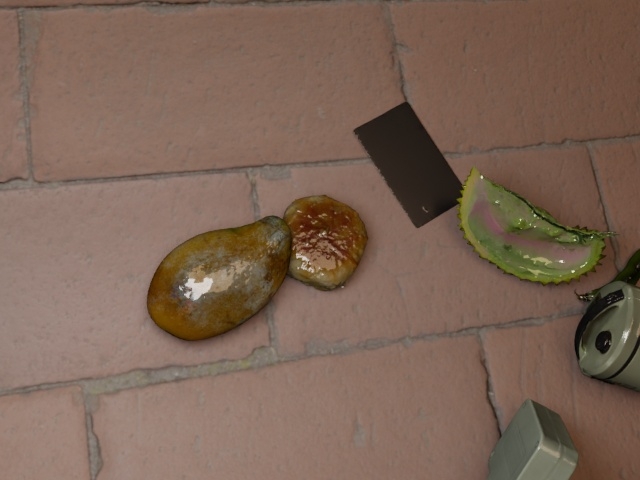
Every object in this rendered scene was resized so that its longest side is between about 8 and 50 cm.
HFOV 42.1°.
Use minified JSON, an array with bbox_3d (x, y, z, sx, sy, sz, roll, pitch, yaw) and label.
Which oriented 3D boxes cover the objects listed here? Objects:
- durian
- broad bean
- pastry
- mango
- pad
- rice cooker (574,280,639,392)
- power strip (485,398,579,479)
[{"bbox_3d":[0.439,-0.018,1.782,0.352,0.169,0.158,27,67,-5],"label":"durian"},{"bbox_3d":[0.675,0.086,1.878,0.227,0.039,0.069,-28,75,-20],"label":"broad bean"},{"bbox_3d":[0.000,0.000,1.709,0.182,0.093,0.192,24,69,-3],"label":"pastry"},{"bbox_3d":[-0.186,0.068,1.604,0.316,0.146,0.192,-33,91,-13],"label":"mango"},{"bbox_3d":[0.203,-0.171,1.862,0.159,0.009,0.265,-30,83,-21],"label":"pad"},{"bbox_3d":[0.660,0.207,1.746,0.244,0.226,0.226,18,69,-9],"label":"rice cooker"},{"bbox_3d":[0.359,0.447,1.593,0.141,0.229,0.261,28,102,1],"label":"power strip"}]
